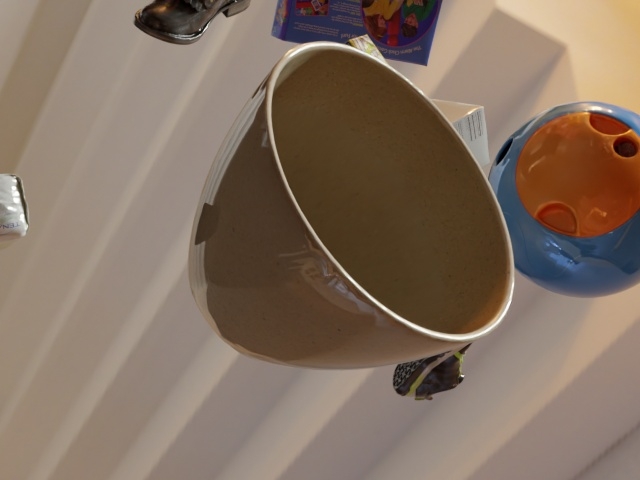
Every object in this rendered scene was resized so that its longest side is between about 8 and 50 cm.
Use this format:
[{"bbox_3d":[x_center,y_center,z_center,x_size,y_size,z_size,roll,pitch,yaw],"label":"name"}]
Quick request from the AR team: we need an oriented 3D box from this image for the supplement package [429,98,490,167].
[{"bbox_3d":[0.256,-0.225,2.599,0.203,0.149,0.194,-29,-150,-34],"label":"supplement package"}]

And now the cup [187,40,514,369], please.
[{"bbox_3d":[0.000,0.000,1.126,0.237,0.331,0.331,-35,-150,36],"label":"cup"}]

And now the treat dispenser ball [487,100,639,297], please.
[{"bbox_3d":[0.387,-0.060,1.616,0.288,0.288,0.288,-56,-163,27],"label":"treat dispenser ball"}]

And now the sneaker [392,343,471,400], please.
[{"bbox_3d":[0.220,0.209,1.947,0.235,0.097,0.084,-48,-154,43],"label":"sneaker"}]

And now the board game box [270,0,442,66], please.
[{"bbox_3d":[0.088,-0.511,2.318,0.078,0.347,0.233,40,-59,59],"label":"board game box"}]

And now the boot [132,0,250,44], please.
[{"bbox_3d":[-0.149,-0.405,1.514,0.263,0.091,0.229,-44,162,-47],"label":"boot"}]

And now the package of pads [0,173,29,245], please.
[{"bbox_3d":[-0.580,-0.021,1.567,0.229,0.296,0.101,-15,-95,63],"label":"package of pads"}]

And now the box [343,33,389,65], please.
[{"bbox_3d":[0.080,-0.187,1.461,0.054,0.169,0.059,-37,178,33],"label":"box"}]
